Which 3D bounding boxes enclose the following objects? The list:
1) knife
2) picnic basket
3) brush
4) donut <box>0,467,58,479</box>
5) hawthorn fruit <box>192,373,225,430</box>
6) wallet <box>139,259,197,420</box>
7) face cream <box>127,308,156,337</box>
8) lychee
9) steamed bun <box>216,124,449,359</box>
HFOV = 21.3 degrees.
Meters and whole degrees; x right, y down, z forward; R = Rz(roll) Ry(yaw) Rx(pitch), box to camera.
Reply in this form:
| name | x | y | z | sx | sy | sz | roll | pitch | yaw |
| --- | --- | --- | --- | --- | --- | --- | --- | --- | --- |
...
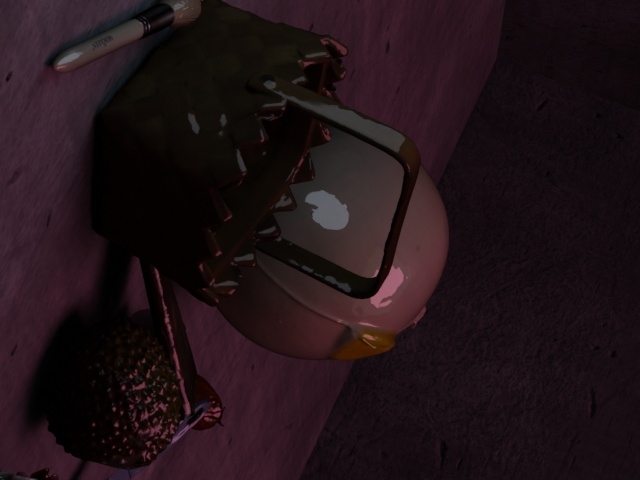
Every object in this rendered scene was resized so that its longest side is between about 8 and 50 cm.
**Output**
| name | x | y | z | sx | sy | sz | roll | pitch | yaw |
| --- | --- | --- | --- | --- | --- | --- | --- | --- | --- |
| knife | -0.252 | 0.300 | 2.173 | 0.313 | 0.019 | 0.044 | -42 | 151 | -26 |
| picnic basket | -0.059 | -0.076 | 1.838 | 0.291 | 0.321 | 0.254 | -56 | 168 | -40 |
| brush | -0.193 | -0.205 | 1.684 | 0.299 | 0.042 | 0.039 | -41 | 152 | -60 |
| donut | -0.357 | 0.362 | 1.718 | 0.345 | 0.136 | 0.259 | -53 | 159 | -57 |
| hawthorn fruit | -0.177 | 0.234 | 2.437 | 0.081 | 0.093 | 0.081 | 22 | 90 | -81 |
| wallet | -0.183 | 0.087 | 1.993 | 0.122 | 0.031 | 0.232 | -102 | 180 | -68 |
| face cream | -0.214 | 0.172 | 2.179 | 0.269 | 0.082 | 0.082 | 91 | 23 | -59 |
| lychee | -0.231 | 0.169 | 1.910 | 0.171 | 0.171 | 0.171 | 22 | 90 | -79 |
| steamed bun | 0.004 | -0.004 | 2.241 | 0.374 | 0.334 | 0.334 | -45 | 155 | -57 |
